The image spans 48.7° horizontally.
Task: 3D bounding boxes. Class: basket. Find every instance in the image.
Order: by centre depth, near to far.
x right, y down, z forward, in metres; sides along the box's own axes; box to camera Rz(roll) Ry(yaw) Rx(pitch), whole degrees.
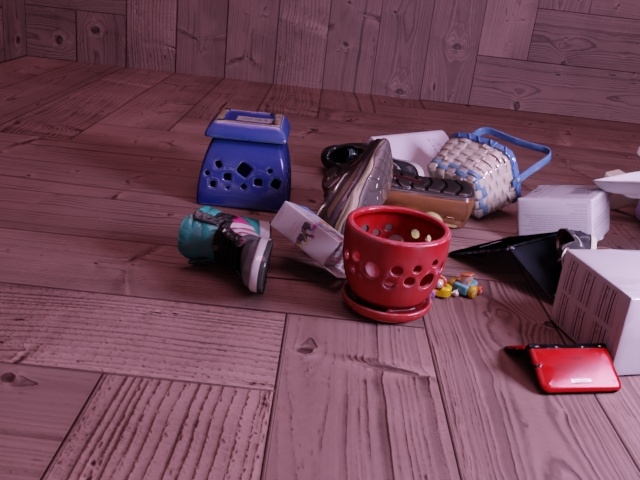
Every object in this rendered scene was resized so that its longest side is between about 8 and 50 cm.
[{"bbox_3d":[0.452,-0.206,1.952,0.289,0.201,0.255,-39,41,-18],"label":"basket"}]

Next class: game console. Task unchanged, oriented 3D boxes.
[{"bbox_3d":[0.398,0.210,1.171,0.144,0.085,0.124,1,53,-13],"label":"game console"}]

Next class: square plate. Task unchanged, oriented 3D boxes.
[{"bbox_3d":[0.882,-0.130,1.635,0.347,0.049,0.344,-9,11,-29],"label":"square plate"}]

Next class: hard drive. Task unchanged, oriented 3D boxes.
[{"bbox_3d":[0.305,-0.230,2.093,0.318,0.040,0.210,-12,63,-40],"label":"hard drive"}]

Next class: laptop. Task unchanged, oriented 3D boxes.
[{"bbox_3d":[0.468,0.062,1.574,0.234,0.137,0.264,-11,2,-39],"label":"laptop"}]

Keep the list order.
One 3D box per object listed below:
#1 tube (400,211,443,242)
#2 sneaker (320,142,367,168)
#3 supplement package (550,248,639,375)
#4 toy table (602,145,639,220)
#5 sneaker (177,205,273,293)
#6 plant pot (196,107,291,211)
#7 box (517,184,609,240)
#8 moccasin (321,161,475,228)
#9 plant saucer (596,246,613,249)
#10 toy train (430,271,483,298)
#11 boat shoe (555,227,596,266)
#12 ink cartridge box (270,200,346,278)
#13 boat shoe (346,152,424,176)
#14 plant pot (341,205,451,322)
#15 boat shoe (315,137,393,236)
[{"bbox_3d":[0.225,0.002,1.599,0.070,0.062,0.240,-29,9,31],"label":"tube"},{"bbox_3d":[0.132,-0.245,2.128,0.267,0.101,0.106,-2,1,4],"label":"sneaker"},{"bbox_3d":[0.555,0.122,1.254,0.194,0.149,0.203,1,22,-13],"label":"supplement package"},{"bbox_3d":[0.937,-0.157,2.005,0.274,0.252,0.161,-1,38,-42],"label":"toy table"},{"bbox_3d":[-0.185,0.011,1.351,0.178,0.124,0.295,9,13,-8],"label":"sneaker"},{"bbox_3d":[-0.186,-0.216,1.820,0.236,0.212,0.236,6,20,-1],"label":"plant pot"},{"bbox_3d":[0.600,-0.063,1.739,0.182,0.119,0.181,3,16,34],"label":"box"},{"bbox_3d":[0.189,-0.105,1.773,0.380,0.147,0.139,8,35,-7],"label":"moccasin"},{"bbox_3d":[0.656,0.084,1.482,0.198,0.036,0.198,21,24,-10],"label":"plant saucer"},{"bbox_3d":[0.246,0.073,1.432,0.166,0.046,0.125,2,22,-10],"label":"toy train"},{"bbox_3d":[0.517,0.047,1.451,0.079,0.084,0.233,28,34,1],"label":"boat shoe"},{"bbox_3d":[0.000,0.000,1.416,0.181,0.061,0.104,38,11,20],"label":"ink cartridge box"},{"bbox_3d":[0.152,-0.190,1.947,0.091,0.114,0.302,-5,9,-36],"label":"boat shoe"},{"bbox_3d":[0.131,0.047,1.289,0.191,0.174,0.191,6,20,-2],"label":"plant pot"},{"bbox_3d":[0.065,-0.110,1.590,0.130,0.132,0.355,9,48,23],"label":"boat shoe"}]
